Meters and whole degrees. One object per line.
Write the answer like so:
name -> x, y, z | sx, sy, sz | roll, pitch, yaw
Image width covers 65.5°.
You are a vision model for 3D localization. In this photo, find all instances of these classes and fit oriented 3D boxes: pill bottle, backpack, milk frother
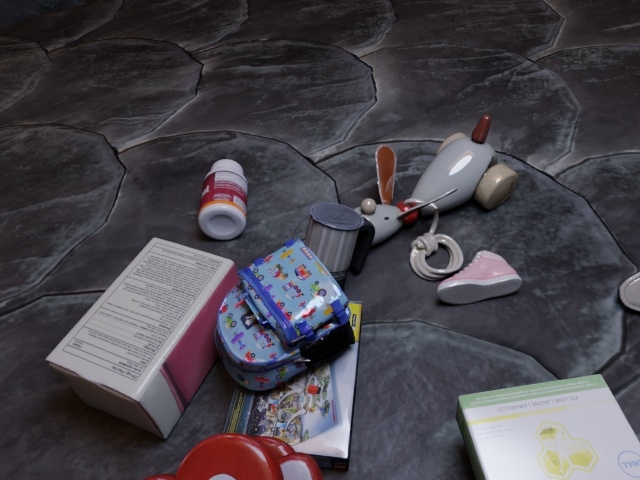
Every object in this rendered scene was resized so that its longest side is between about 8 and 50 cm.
pill bottle -> -0.180, -0.081, 0.934 | 0.086, 0.086, 0.152 | -6, 45, 0
backpack -> -0.061, 0.102, 0.658 | 0.173, 0.117, 0.158 | -28, 58, -11
milk frother -> 0.000, 0.000, 0.802 | 0.143, 0.134, 0.129 | 29, 31, 26

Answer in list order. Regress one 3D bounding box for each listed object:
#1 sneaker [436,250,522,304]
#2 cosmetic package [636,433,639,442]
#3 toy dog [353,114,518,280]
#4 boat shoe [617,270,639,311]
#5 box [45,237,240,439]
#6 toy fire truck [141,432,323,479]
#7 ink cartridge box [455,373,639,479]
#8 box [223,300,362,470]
sneaker -> 0.240, 0.056, 0.786 | 0.134, 0.051, 0.070 | -8, 45, -6
cosmetic package -> 0.483, 0.319, 0.387 | 0.161, 0.230, 0.453 | -11, 46, -4
toy dog -> 0.203, -0.110, 0.870 | 0.220, 0.161, 0.333 | 27, 54, 28
boat shoe -> 0.543, 0.060, 0.758 | 0.206, 0.075, 0.065 | -15, 4, -2
box -> -0.229, 0.130, 0.710 | 0.149, 0.127, 0.232 | 15, 50, 19
toy fire truck -> -0.111, 0.341, 0.478 | 0.302, 0.169, 0.254 | -21, 66, -2
ink cartridge box -> 0.255, 0.264, 0.508 | 0.171, 0.056, 0.235 | -8, 44, 0
box -> -0.029, 0.185, 0.693 | 0.159, 0.044, 0.233 | 3, 47, 9
